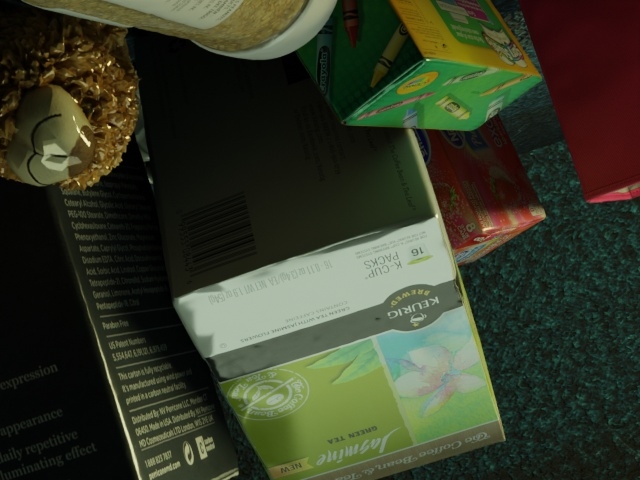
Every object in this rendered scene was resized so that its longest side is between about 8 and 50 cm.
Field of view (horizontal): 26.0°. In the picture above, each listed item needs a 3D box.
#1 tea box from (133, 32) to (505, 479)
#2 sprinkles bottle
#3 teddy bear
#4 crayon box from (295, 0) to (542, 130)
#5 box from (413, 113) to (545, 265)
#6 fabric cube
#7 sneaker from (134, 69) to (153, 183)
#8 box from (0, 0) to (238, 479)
[{"bbox_3d":[0.000,0.000,1.239,0.220,0.329,0.323,-19,136,5],"label":"tea box"},{"bbox_3d":[-0.102,-0.180,0.796,0.121,0.121,0.355,-20,174,21],"label":"sprinkles bottle"},{"bbox_3d":[-0.271,-0.073,0.850,0.338,0.245,0.113,12,-169,-27],"label":"teddy bear"},{"bbox_3d":[0.060,-0.175,1.079,0.081,0.165,0.278,-37,167,23],"label":"crayon box"},{"bbox_3d":[0.122,-0.104,1.543,0.123,0.256,0.128,-12,164,-45],"label":"box"},{"bbox_3d":[0.380,-0.202,1.460,0.259,0.258,0.254,-20,174,22],"label":"fabric cube"},{"bbox_3d":[-0.153,-0.099,1.416,0.090,0.115,0.232,-17,171,22],"label":"sneaker"},{"bbox_3d":[-0.282,0.052,1.090,0.294,0.395,0.212,-19,176,14],"label":"box"}]
